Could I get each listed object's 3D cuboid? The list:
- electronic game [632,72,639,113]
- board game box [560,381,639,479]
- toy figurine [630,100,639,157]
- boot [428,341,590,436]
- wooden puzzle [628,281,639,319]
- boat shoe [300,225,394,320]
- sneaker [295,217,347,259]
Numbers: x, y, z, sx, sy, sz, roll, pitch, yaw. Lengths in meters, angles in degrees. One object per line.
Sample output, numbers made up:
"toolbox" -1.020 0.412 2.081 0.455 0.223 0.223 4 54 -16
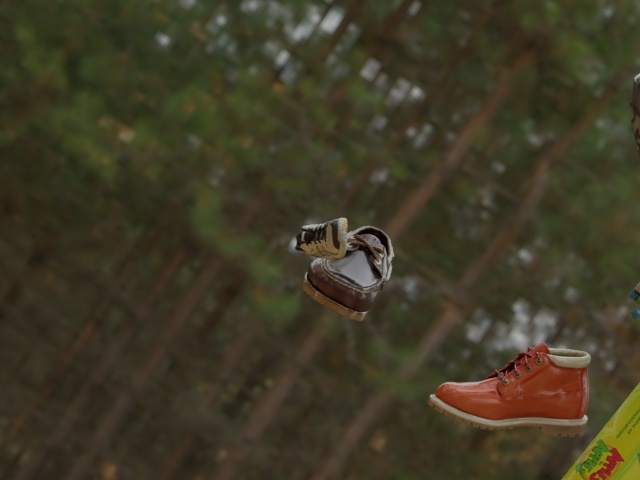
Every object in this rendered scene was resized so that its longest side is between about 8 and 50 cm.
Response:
"electronic game" 0.438 -0.101 2.295 0.229 0.048 0.229 52 12 -16
"board game box" 0.230 0.206 1.535 0.043 0.181 0.092 32 -13 44
"toy figurine" 0.535 -0.131 2.629 0.209 0.148 0.213 -17 -18 19
"boot" 0.175 0.131 1.789 0.158 0.084 0.059 4 16 -21
"wooden puzzle" 0.378 0.058 2.175 0.049 0.083 0.006 40 -4 3
"boat shoe" 0.030 0.025 1.870 0.073 0.073 0.207 31 9 -1
"sneaker" 0.000 0.000 1.621 0.037 0.032 0.083 7 -14 -12
